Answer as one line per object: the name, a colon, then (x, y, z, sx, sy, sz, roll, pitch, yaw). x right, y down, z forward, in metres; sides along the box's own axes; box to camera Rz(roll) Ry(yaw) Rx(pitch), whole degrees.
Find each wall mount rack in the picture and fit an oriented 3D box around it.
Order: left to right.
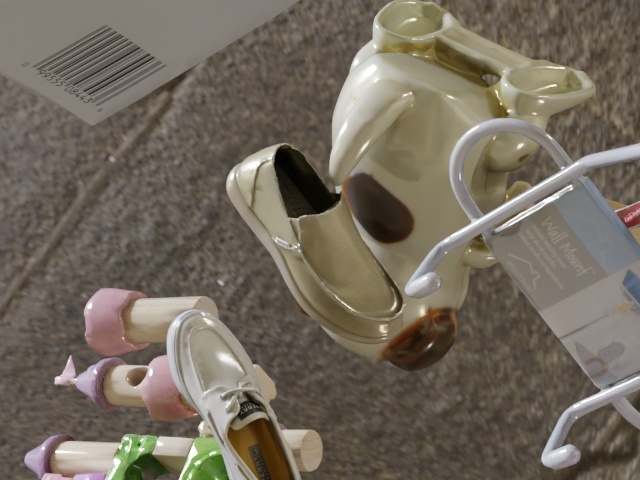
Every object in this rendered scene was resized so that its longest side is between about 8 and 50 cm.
wall mount rack: (0.249, 0.043, 1.170, 0.304, 0.130, 0.350, -33, 100, 38)

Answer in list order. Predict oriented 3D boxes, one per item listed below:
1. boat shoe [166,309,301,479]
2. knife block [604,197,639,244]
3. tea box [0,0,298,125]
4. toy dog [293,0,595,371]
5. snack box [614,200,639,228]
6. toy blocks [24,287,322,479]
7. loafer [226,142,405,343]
boat shoe: (-0.035, 0.075, 0.621, 0.035, 0.035, 0.100, -21, 86, -26)
knife block: (0.389, 0.013, 1.761, 0.242, 0.275, 0.088, -10, 69, -9)
tea box: (-0.183, -0.291, 0.807, 0.220, 0.329, 0.323, -29, 66, 15)
toy dog: (0.123, -0.037, 1.767, 0.284, 0.395, 0.408, 23, 120, 14)
snack box: (0.330, -0.045, 1.193, 0.064, 0.178, 0.022, -14, 82, -32)
toy blocks: (-0.189, 0.240, 1.367, 0.260, 0.309, 0.288, -4, 50, 32)
loafer: (0.000, 0.000, 1.580, 0.268, 0.092, 0.102, 48, 48, 10)
